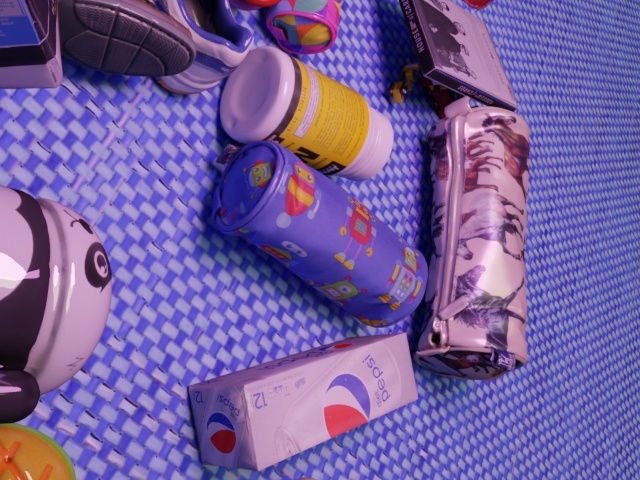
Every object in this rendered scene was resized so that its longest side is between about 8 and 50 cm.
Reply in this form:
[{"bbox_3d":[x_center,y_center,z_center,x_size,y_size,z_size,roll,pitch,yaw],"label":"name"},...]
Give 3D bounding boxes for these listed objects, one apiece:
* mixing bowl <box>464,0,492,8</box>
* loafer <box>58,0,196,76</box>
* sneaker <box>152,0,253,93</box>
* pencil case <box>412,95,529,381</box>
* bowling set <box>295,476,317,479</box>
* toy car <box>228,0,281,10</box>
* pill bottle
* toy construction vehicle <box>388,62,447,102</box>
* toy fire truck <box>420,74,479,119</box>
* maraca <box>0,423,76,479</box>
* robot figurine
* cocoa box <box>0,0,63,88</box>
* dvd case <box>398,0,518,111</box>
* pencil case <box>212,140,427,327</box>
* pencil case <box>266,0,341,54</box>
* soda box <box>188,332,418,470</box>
[{"bbox_3d":[0.312,-0.533,1.370,0.181,0.098,0.181,14,71,-44],"label":"mixing bowl"},{"bbox_3d":[-0.244,-0.227,0.695,0.268,0.096,0.084,7,62,-32],"label":"loafer"},{"bbox_3d":[-0.162,-0.312,0.793,0.112,0.131,0.296,-40,109,-42],"label":"sneaker"},{"bbox_3d":[0.231,-0.001,1.123,0.183,0.160,0.410,33,58,-55],"label":"pencil case"},{"bbox_3d":[0.038,0.425,0.820,0.154,0.287,0.200,-42,146,-36],"label":"bowling set"},{"bbox_3d":[-0.078,-0.340,0.868,0.159,0.182,0.136,-6,108,-26],"label":"toy car"},{"bbox_3d":[-0.011,-0.149,0.926,0.208,0.119,0.119,17,69,-43],"label":"pill bottle"},{"bbox_3d":[0.156,-0.245,1.157,0.098,0.086,0.035,-66,145,-50],"label":"toy construction vehicle"},{"bbox_3d":[0.225,-0.275,1.258,0.192,0.047,0.135,53,47,-26],"label":"toy fire truck"},{"bbox_3d":[-0.286,0.207,0.577,0.186,0.099,0.127,0,70,-22],"label":"maraca"},{"bbox_3d":[-0.292,0.030,0.547,0.278,0.174,0.209,15,71,-44],"label":"robot figurine"},{"bbox_3d":[-0.312,-0.300,0.498,0.231,0.228,0.347,-4,84,-13],"label":"cocoa box"},{"bbox_3d":[0.215,-0.304,1.162,0.239,0.029,0.179,10,58,-47],"label":"dvd case"},{"bbox_3d":[0.000,0.000,0.901,0.306,0.133,0.119,35,45,-38],"label":"pencil case"},{"bbox_3d":[-0.014,-0.368,0.991,0.104,0.104,0.236,26,62,-41],"label":"pencil case"},{"bbox_3d":[-0.009,0.180,0.874,0.286,0.098,0.091,-8,88,-48],"label":"soda box"}]
